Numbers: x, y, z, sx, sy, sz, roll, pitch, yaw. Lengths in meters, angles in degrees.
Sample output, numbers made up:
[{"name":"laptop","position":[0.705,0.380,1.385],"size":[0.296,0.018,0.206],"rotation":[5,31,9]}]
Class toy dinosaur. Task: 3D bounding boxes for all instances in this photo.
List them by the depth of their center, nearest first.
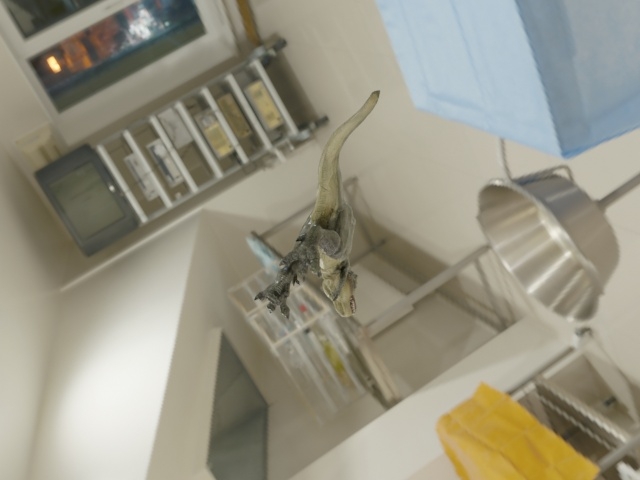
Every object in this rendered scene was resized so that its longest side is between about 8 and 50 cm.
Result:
[{"name":"toy dinosaur","position":[0.000,0.000,0.706],"size":[0.064,0.118,0.268],"rotation":[26,145,16]}]
